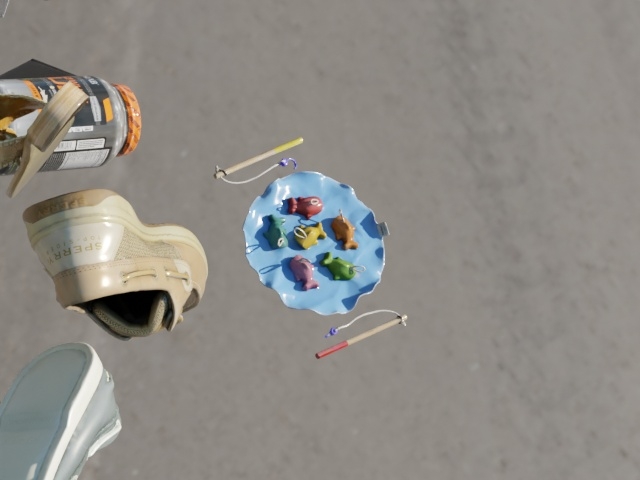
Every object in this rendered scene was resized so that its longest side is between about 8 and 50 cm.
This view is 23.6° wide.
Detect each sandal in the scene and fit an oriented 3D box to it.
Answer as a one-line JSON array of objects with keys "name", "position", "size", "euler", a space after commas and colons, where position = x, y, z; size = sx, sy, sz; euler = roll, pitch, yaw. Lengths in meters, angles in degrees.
[{"name": "sandal", "position": [-0.281, -0.114, 1.435], "size": [0.079, 0.240, 0.088], "euler": [40, 68, -8]}]

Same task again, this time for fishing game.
[{"name": "fishing game", "position": [0.000, 0.000, 1.818], "size": [0.189, 0.041, 0.264], "euler": [-20, 78, -32]}]

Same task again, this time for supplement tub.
[{"name": "supplement tub", "position": [-0.324, -0.143, 1.882], "size": [0.190, 0.117, 0.117], "euler": [-8, 62, -38]}]

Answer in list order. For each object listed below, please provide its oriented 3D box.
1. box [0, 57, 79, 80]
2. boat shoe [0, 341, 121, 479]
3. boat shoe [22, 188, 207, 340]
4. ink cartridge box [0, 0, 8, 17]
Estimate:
[{"name": "box", "position": [-0.423, -0.180, 2.127], "size": [0.190, 0.045, 0.184], "euler": [-33, 39, -29]}, {"name": "boat shoe", "position": [-0.256, 0.230, 1.309], "size": [0.099, 0.116, 0.319], "euler": [65, 34, -35]}, {"name": "boat shoe", "position": [-0.188, 0.045, 1.476], "size": [0.341, 0.121, 0.110], "euler": [36, 37, -71]}, {"name": "ink cartridge box", "position": [-0.217, -0.189, 0.993], "size": [0.028, 0.083, 0.048], "euler": [-11, 51, -37]}]
